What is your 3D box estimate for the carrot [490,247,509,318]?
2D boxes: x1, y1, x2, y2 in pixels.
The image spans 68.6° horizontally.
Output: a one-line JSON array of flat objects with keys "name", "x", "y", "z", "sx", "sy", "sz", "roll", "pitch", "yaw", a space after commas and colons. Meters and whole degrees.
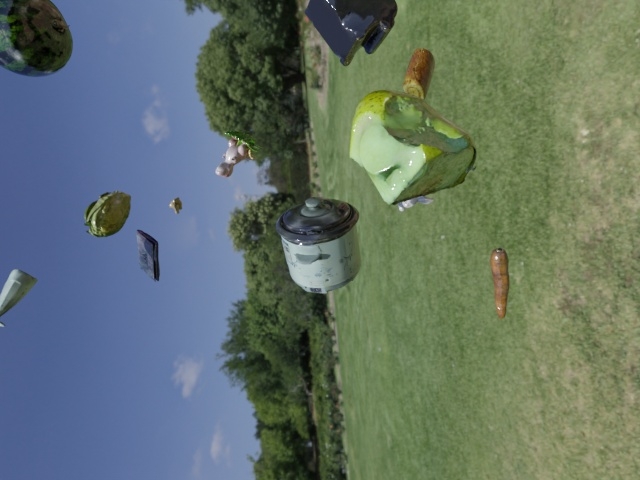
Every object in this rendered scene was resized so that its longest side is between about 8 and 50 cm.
[{"name": "carrot", "x": 0.371, "y": 0.091, "z": 0.963, "sx": 0.035, "sy": 0.036, "sz": 0.165, "roll": -99, "pitch": -3, "yaw": -70}]

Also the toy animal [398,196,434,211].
[{"name": "toy animal", "x": 0.420, "y": -0.209, "z": 2.169, "sx": 0.131, "sy": 0.127, "sz": 0.182, "roll": 65, "pitch": 158, "yaw": -10}]

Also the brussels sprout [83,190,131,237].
[{"name": "brussels sprout", "x": -0.746, "y": -0.095, "z": 1.649, "sx": 0.181, "sy": 0.100, "sz": 0.139, "roll": -65, "pitch": -33, "yaw": -16}]

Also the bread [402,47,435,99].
[{"name": "bread", "x": 0.404, "y": -0.677, "z": 1.925, "sx": 0.132, "sy": 0.103, "sz": 0.172, "roll": 39, "pitch": -113, "yaw": -62}]

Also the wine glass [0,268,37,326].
[{"name": "wine glass", "x": -0.894, "y": 0.165, "z": 1.351, "sx": 0.073, "sy": 0.073, "sz": 0.155, "roll": 88, "pitch": -161, "yaw": -60}]

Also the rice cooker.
[{"name": "rice cooker", "x": 0.000, "y": 0.000, "z": 1.519, "sx": 0.317, "sy": 0.264, "sz": 0.316, "roll": 5, "pitch": -90, "yaw": -67}]

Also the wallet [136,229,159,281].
[{"name": "wallet", "x": -0.596, "y": 0.051, "z": 1.624, "sx": 0.111, "sy": 0.030, "sz": 0.166, "roll": 33, "pitch": 129, "yaw": 32}]

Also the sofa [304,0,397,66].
[{"name": "sofa", "x": 0.097, "y": -0.692, "z": 1.409, "sx": 0.258, "sy": 0.182, "sz": 0.200, "roll": 52, "pitch": 166, "yaw": -4}]

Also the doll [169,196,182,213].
[{"name": "doll", "x": -0.568, "y": -0.139, "z": 1.863, "sx": 0.093, "sy": 0.051, "sz": 0.061, "roll": 28, "pitch": 133, "yaw": 54}]

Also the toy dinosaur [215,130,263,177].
[{"name": "toy dinosaur", "x": -0.332, "y": -0.344, "z": 1.926, "sx": 0.194, "sy": 0.152, "sz": 0.177, "roll": -33, "pitch": -36, "yaw": -57}]

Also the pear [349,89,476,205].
[{"name": "pear", "x": 0.208, "y": -0.248, "z": 1.112, "sx": 0.282, "sy": 0.286, "sz": 0.176, "roll": 55, "pitch": 140, "yaw": 23}]

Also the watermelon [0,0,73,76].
[{"name": "watermelon", "x": -0.940, "y": -0.660, "z": 1.495, "sx": 0.269, "sy": 0.269, "sz": 0.269, "roll": 175, "pitch": 90, "yaw": -89}]
